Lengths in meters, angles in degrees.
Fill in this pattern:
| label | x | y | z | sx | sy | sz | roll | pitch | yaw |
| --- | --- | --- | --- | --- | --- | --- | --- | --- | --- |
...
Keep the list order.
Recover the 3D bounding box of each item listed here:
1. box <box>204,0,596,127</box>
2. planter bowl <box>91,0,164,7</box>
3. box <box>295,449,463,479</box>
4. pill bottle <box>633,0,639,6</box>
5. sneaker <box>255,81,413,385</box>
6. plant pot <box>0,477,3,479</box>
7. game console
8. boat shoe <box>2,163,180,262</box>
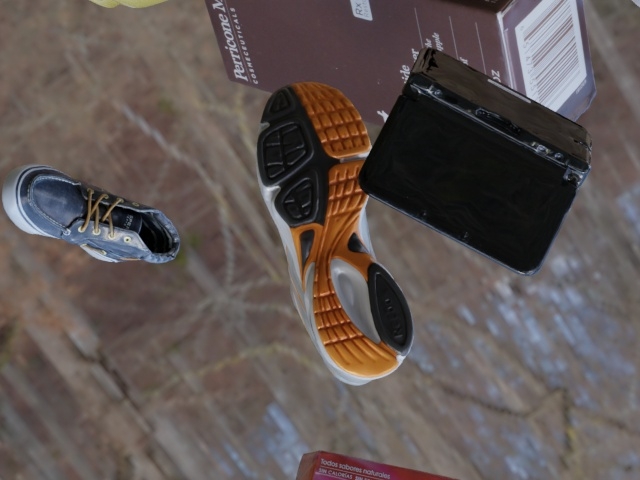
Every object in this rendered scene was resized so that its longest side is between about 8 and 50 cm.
| label | x | y | z | sx | sy | sz | roll | pitch | yaw |
| --- | --- | --- | --- | --- | --- | --- | --- | --- | --- |
| box | 0.067 | -0.223 | 1.710 | 0.381 | 0.191 | 0.143 | 20 | -127 | 35 |
| planter bowl | -0.092 | -0.155 | 0.679 | 0.090 | 0.217 | 0.217 | -50 | -157 | 9 |
| box | 0.099 | 0.283 | 1.652 | 0.128 | 0.256 | 0.123 | 133 | -30 | -79 |
| pill bottle | 0.432 | -0.401 | 1.968 | 0.160 | 0.283 | 0.160 | 1 | -142 | -1 |
| sneaker | 0.000 | 0.000 | 1.447 | 0.099 | 0.262 | 0.121 | -9 | 164 | -12 |
| plant pot | -0.334 | 0.229 | 1.145 | 0.341 | 0.334 | 0.341 | -20 | -150 | 12 |
| game console | 0.096 | -0.050 | 1.060 | 0.071 | 0.122 | 0.107 | -61 | -178 | 23 |
| boat shoe | -0.208 | -0.025 | 1.609 | 0.083 | 0.183 | 0.065 | 3 | -104 | 32 |
